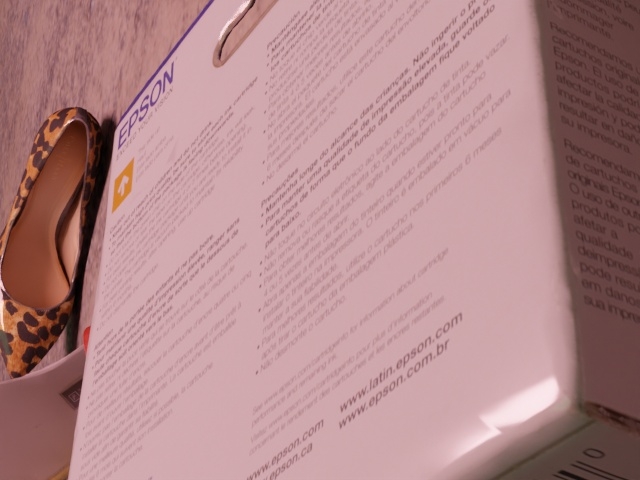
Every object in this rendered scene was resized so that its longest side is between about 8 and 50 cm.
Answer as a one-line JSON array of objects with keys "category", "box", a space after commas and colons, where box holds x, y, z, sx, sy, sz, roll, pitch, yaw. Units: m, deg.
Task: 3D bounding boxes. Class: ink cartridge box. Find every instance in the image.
[{"category": "ink cartridge box", "box": [0.000, 0.000, 0.533, 0.324, 0.071, 0.330, -43, 34, 43]}]

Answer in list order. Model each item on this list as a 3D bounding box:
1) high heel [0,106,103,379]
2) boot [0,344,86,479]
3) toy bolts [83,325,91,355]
[{"category": "high heel", "box": [-0.277, -0.001, 1.374, 0.186, 0.093, 0.261, 132, 148, -63]}, {"category": "boot", "box": [-0.198, 0.148, 1.005, 0.095, 0.258, 0.123, 49, 143, 17]}, {"category": "toy bolts", "box": [-0.004, 0.120, 0.728, 0.228, 0.158, 0.218, 65, -177, 35]}]
